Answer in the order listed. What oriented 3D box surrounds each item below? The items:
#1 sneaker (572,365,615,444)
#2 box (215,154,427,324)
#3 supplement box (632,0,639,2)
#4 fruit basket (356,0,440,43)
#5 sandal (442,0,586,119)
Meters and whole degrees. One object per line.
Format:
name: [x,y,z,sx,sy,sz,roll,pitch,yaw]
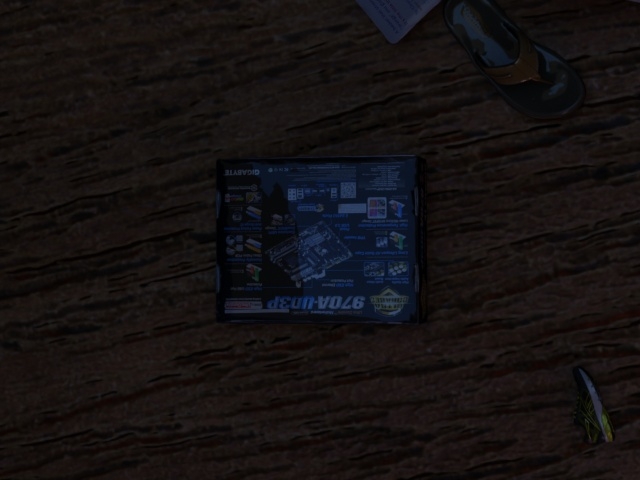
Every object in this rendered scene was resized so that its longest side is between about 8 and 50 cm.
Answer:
sneaker: [0.267,0.168,1.584,0.035,0.031,0.083,-23,84,13]
box: [0.000,0.000,1.643,0.220,0.051,0.175,-1,89,14]
supplement box: [0.262,-0.305,1.488,0.220,0.111,0.114,7,129,-18]
fruit basket: [0.102,-0.435,1.598,0.353,0.165,0.327,-44,79,25]
sandal: [0.191,-0.190,1.601,0.072,0.049,0.180,-45,79,9]
